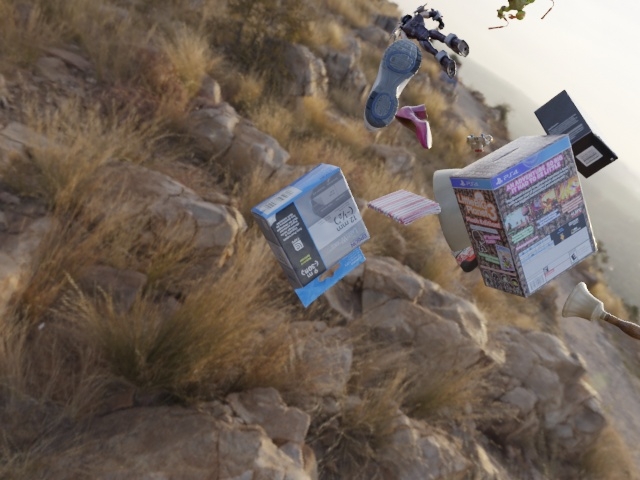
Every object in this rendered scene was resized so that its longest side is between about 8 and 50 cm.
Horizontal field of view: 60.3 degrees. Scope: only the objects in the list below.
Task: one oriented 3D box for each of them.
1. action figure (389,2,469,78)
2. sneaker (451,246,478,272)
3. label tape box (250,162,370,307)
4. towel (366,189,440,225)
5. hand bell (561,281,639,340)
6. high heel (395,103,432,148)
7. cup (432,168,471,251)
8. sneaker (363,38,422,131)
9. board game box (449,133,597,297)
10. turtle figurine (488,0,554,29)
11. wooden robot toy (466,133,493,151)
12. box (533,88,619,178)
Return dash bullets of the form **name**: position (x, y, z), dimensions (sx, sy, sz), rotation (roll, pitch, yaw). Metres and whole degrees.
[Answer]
- **action figure**: position (0.346, -0.651, 1.783), dimensions (0.285, 0.185, 0.099), rotation (50, 17, 29)
- **sneaker**: position (0.690, 0.002, 2.400), dimensions (0.090, 0.270, 0.145), rotation (27, 25, -42)
- **label tape box**: position (0.000, 0.000, 1.525), dimensions (0.115, 0.249, 0.348), rotation (24, -35, 58)
- **towel**: position (0.250, -0.101, 1.676), dimensions (0.144, 0.029, 0.197), rotation (-21, 28, -23)
- **hand bell**: position (0.873, 0.238, 1.662), dimensions (0.126, 0.126, 0.242), rotation (5, 22, -48)
- **high heel**: position (0.303, -0.373, 1.835), dimensions (0.082, 0.117, 0.244), rotation (63, 21, -45)
- **cup**: position (0.600, -0.141, 2.144), dimensions (0.331, 0.237, 0.331), rotation (43, 40, -51)
- **sneaker**: position (0.191, -0.446, 1.583), dimensions (0.111, 0.297, 0.129), rotation (30, -11, -7)
- **board game box**: position (0.461, -0.060, 1.250), dimensions (0.141, 0.232, 0.291), rotation (17, -48, 65)
- **turtle figurine**: position (0.738, -0.923, 2.088), dimensions (0.087, 0.217, 0.269), rotation (-8, 2, -40)
- **wooden robot toy**: position (0.690, -0.416, 2.336), dimensions (0.079, 0.076, 0.173), rotation (-8, 10, -10)
- **box**: position (0.631, -0.261, 1.363), dimensions (0.156, 0.093, 0.158), rotation (25, 41, -36)
